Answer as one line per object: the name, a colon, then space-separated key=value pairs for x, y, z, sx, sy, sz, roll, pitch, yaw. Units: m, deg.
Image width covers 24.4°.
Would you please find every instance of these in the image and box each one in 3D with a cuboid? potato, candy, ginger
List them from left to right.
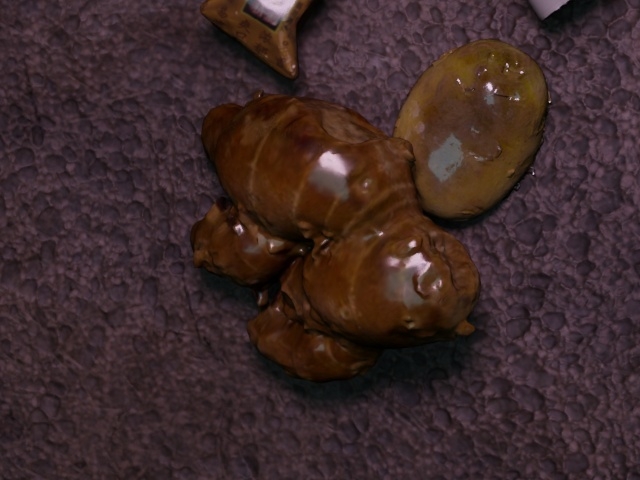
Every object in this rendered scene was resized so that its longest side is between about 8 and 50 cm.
candy: x=-0.014 y=-0.317 z=1.562 sx=0.143 sy=0.101 sz=0.271 roll=33 pitch=96 yaw=-1
ginger: x=-0.003 y=-0.011 z=1.573 sx=0.274 sy=0.152 sz=0.357 roll=-37 pitch=85 yaw=41
potato: x=0.159 y=-0.114 z=1.564 sx=0.164 sy=0.081 sz=0.200 roll=29 pitch=103 yaw=5

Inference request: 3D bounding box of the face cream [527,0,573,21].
face cream: x=0.208 y=-0.339 z=1.518 sx=0.096 sy=0.096 sz=0.214 roll=-34 pitch=90 yaw=12
